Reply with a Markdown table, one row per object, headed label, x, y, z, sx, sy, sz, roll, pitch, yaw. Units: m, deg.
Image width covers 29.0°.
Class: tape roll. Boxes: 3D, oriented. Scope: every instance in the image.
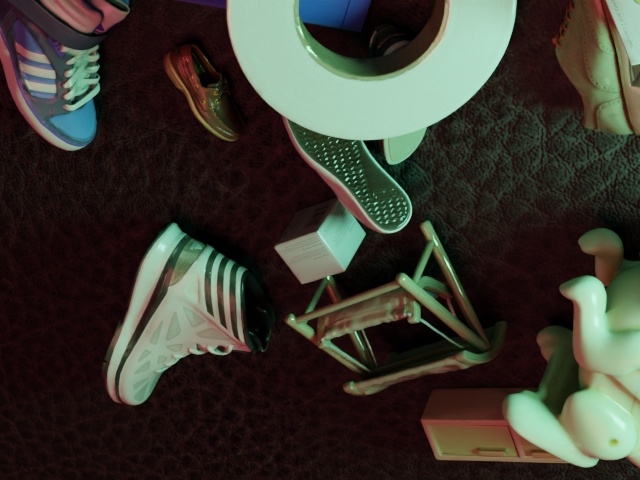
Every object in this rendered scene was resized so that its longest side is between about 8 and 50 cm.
| label | x | y | z | sx | sy | sz | roll | pitch | yaw |
| --- | --- | --- | --- | --- | --- | --- | --- | --- | --- |
| tape roll | 0.067 | -0.321 | 1.652 | 0.392 | 0.072 | 0.392 | -2 | 120 | -4 |

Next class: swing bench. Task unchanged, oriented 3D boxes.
| label | x | y | z | sx | sy | sz | roll | pitch | yaw |
| --- | --- | --- | --- | --- | --- | --- | --- | --- | --- |
| swing bench | 0.129 | 0.139 | 2.051 | 0.253 | 0.165 | 0.255 | -22 | 116 | 37 |

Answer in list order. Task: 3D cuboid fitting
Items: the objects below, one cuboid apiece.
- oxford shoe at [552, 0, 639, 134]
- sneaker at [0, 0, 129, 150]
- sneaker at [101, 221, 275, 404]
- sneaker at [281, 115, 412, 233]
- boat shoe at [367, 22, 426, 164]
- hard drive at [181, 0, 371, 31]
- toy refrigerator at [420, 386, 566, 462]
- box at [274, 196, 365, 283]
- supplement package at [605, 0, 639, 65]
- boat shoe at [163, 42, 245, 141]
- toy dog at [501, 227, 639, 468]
| label | x | y | z | sx | sy | sz | roll | pitch | yaw |
| --- | --- | --- | --- | --- | --- | --- | --- | --- | --- |
| oxford shoe | 0.355 | -0.279 | 1.624 | 0.130 | 0.123 | 0.348 | -1 | 126 | 33 |
| sneaker | -0.383 | -0.297 | 1.959 | 0.236 | 0.130 | 0.323 | -6 | 119 | 35 |
| sneaker | -0.239 | 0.193 | 2.272 | 0.257 | 0.169 | 0.448 | 28 | 132 | 5 |
| sneaker | 0.025 | -0.128 | 1.925 | 0.290 | 0.106 | 0.123 | 57 | 171 | -2 |
| boat shoe | 0.110 | -0.215 | 1.842 | 0.079 | 0.084 | 0.233 | 48 | 156 | 39 |
| hard drive | -0.075 | -0.398 | 1.695 | 0.318 | 0.040 | 0.210 | 8 | 140 | -10 |
| toy refrigerator | 0.321 | 0.323 | 2.160 | 0.269 | 0.094 | 0.102 | -4 | 125 | 28 |
| box | 0.000 | 0.000 | 2.041 | 0.102 | 0.101 | 0.087 | -19 | 117 | 38 |
| supplement package | 0.405 | -0.379 | 1.455 | 0.145 | 0.204 | 0.262 | -13 | 120 | 33 |
| boat shoe | -0.175 | -0.234 | 1.957 | 0.060 | 0.064 | 0.178 | -22 | 113 | 39 |
| toy dog | 0.506 | 0.149 | 1.783 | 0.395 | 0.284 | 0.408 | 38 | 129 | 14 |
